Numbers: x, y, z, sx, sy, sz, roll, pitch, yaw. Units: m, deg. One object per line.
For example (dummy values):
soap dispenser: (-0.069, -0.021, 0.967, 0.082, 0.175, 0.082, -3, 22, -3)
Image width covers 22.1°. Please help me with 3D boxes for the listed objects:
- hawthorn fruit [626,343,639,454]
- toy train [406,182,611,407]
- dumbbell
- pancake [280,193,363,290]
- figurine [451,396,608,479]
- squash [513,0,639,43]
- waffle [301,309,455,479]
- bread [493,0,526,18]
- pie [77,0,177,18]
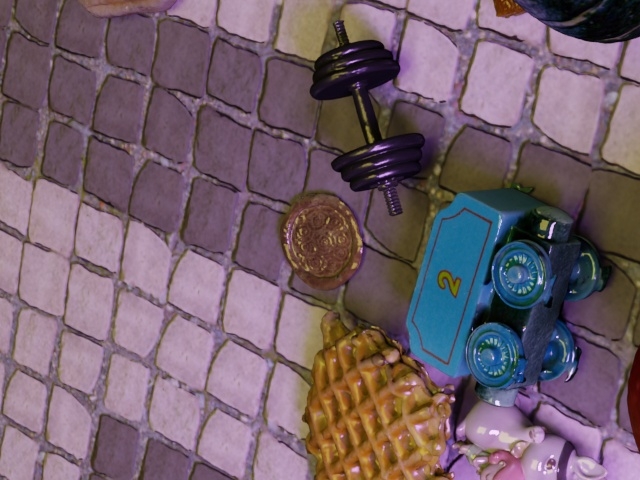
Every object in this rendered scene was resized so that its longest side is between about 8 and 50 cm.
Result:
hawthorn fruit: (0.387, 0.120, 1.312, 0.316, 0.316, 0.316, 6, 100, 37)
toy train: (0.174, 0.050, 1.588, 0.163, 0.112, 0.203, 30, 112, 37)
dumbbell: (0.048, -0.125, 1.669, 0.099, 0.099, 0.208, -22, 82, 38)
pancake: (0.001, 0.000, 1.780, 0.115, 0.011, 0.115, 5, 99, 36)
figurine: (0.204, 0.224, 1.606, 0.146, 0.081, 0.098, 39, 92, 34)
squash: (0.225, -0.291, 1.408, 0.165, 0.252, 0.252, -28, 79, 30)
waffle: (0.055, 0.207, 1.703, 0.245, 0.052, 0.254, 37, 130, 48)
bread: (0.200, -0.269, 1.567, 0.090, 0.035, 0.094, -13, 89, 39)
pie: (-0.224, -0.347, 1.885, 0.195, 0.046, 0.195, 8, 103, 37)
